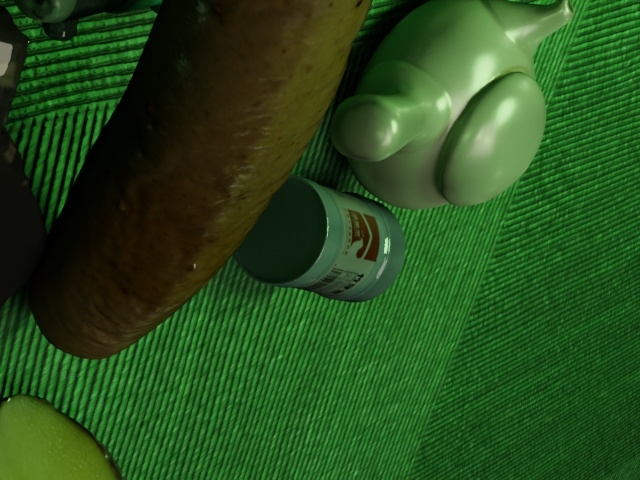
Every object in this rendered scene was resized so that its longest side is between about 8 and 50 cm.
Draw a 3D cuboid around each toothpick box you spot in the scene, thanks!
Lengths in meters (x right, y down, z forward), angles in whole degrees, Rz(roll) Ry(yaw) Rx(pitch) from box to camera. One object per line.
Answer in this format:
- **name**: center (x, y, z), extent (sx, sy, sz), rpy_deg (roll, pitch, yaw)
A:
- **toothpick box**: center (0.000, 0.000, 1.486), extent (0.101, 0.101, 0.153), rpy_deg (-60, 152, 9)

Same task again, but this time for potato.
- **potato**: center (-0.245, 0.225, 1.331), extent (0.111, 0.160, 0.272), rpy_deg (-15, 154, 16)

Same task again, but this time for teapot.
- **teapot**: center (0.090, -0.099, 1.470), extent (0.318, 0.149, 0.220), rpy_deg (-32, 143, -39)

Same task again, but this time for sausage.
- **sausage**: center (-0.091, -0.058, 1.105), extent (0.123, 0.136, 0.501), rpy_deg (-10, 149, -35)

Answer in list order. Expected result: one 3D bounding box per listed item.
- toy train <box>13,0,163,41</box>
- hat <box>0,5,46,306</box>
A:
- **toy train**: center (-0.081, -0.226, 1.103), extent (0.298, 0.120, 0.194), rpy_deg (-22, 143, -46)
- **hat**: center (-0.318, 0.036, 1.021), extent (0.366, 0.257, 0.381), rpy_deg (-64, -168, -19)
